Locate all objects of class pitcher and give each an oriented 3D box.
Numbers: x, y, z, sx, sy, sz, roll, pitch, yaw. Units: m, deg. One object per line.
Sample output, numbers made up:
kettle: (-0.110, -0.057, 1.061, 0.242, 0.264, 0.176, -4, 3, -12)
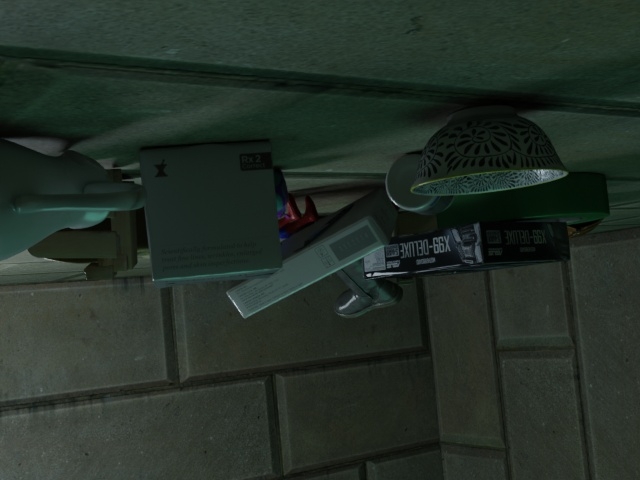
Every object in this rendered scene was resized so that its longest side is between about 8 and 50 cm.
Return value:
pitcher: (-0.291, -0.041, 0.862, 0.177, 0.126, 0.207, 3, -171, 37)

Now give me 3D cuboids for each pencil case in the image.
pencil case: (-0.119, -0.058, 1.217, 0.151, 0.070, 0.064, -6, 175, -6)

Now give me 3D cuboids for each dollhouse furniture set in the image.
dollhouse furniture set: (0.255, 0.013, 1.981, 0.181, 0.161, 0.101, -5, 176, 3)
dollhouse furniture set: (-0.309, -0.025, 1.130, 0.123, 0.144, 0.151, 0, -170, -2)

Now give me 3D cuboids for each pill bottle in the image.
pill bottle: (0.146, -0.076, 1.251, 0.078, 0.078, 0.137, -7, 175, 20)

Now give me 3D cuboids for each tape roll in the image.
tape roll: (0.381, -0.065, 1.694, 0.321, 0.077, 0.321, -6, 176, 0)

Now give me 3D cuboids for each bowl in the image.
bowl: (0.178, -0.100, 0.966, 0.170, 0.080, 0.170, -6, 175, 0)

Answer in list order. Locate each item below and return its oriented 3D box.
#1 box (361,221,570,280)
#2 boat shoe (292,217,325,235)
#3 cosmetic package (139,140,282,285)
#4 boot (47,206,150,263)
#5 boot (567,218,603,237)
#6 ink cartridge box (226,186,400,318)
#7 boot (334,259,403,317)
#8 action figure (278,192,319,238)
box: (0.264, 0.020, 1.649, 0.242, 0.077, 0.307, 0, 174, -39)
boat shoe: (-0.026, 0.016, 2.030, 0.104, 0.113, 0.306, 1, 173, 2)
cosmetic package: (-0.135, -0.026, 1.079, 0.151, 0.152, 0.183, -6, 176, -9)
boot: (-0.334, -0.011, 1.451, 0.261, 0.095, 0.203, -9, 177, -8)
boot: (0.519, -0.029, 2.082, 0.283, 0.109, 0.220, -8, 177, 3)
ink cartridge box: (0.000, 0.000, 1.569, 0.296, 0.066, 0.261, -28, -166, 22)
boot: (0.058, 0.080, 1.919, 0.189, 0.076, 0.208, -22, 139, 30)
action figure: (-0.147, -0.028, 1.567, 0.280, 0.139, 0.091, -33, 159, 27)
